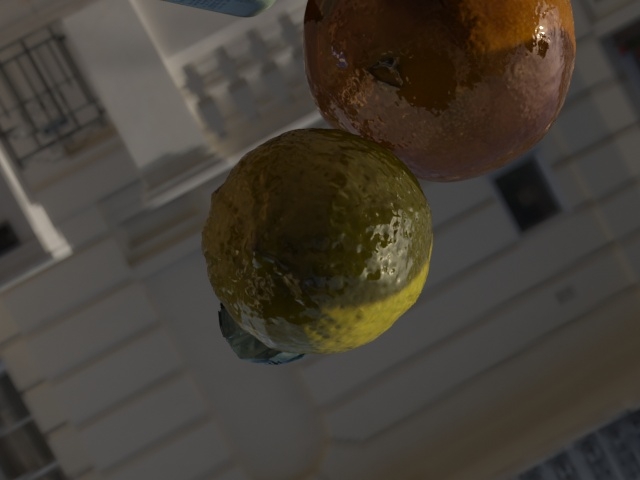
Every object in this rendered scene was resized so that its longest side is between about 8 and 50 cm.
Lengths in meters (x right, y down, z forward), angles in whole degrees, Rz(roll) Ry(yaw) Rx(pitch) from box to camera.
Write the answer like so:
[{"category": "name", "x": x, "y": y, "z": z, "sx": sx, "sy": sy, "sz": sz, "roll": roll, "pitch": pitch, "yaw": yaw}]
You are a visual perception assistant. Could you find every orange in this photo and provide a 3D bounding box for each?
[{"category": "orange", "x": 0.110, "y": -0.185, "z": 1.295, "sx": 0.261, "sy": 0.261, "sz": 0.261, "roll": -28, "pitch": -176, "yaw": 2}]

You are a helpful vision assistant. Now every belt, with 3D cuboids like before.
[{"category": "belt", "x": -0.034, "y": 0.056, "z": 1.308, "sx": 0.140, "sy": 0.105, "sz": 0.058, "roll": -55, "pitch": 152, "yaw": 10}]

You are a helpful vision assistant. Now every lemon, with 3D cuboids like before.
[{"category": "lemon", "x": -0.001, "y": -0.001, "z": 1.050, "sx": 0.180, "sy": 0.180, "sz": 0.193, "roll": -28, "pitch": 151, "yaw": 9}]

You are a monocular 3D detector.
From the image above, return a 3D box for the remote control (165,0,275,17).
[{"category": "remote control", "x": -0.191, "y": -0.283, "z": 1.447, "sx": 0.309, "sy": 0.038, "sz": 0.090, "roll": 8, "pitch": 169, "yaw": -22}]
